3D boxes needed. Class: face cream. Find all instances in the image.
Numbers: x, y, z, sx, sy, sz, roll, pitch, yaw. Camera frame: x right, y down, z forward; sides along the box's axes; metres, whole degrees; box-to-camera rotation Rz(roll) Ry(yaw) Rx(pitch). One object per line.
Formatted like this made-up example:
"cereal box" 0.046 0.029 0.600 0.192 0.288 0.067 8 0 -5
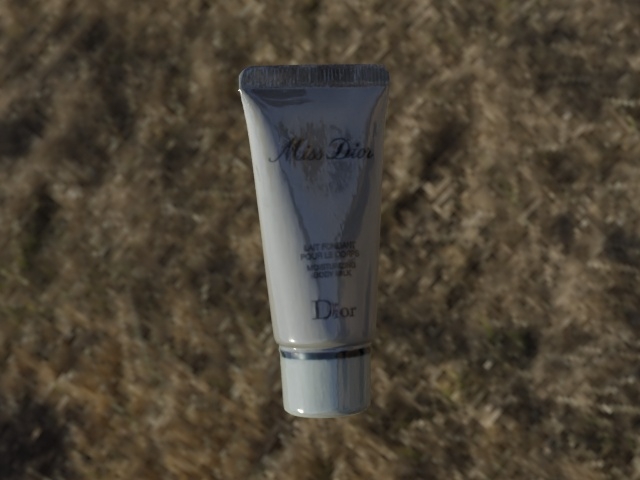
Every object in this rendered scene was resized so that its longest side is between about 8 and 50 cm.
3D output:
"face cream" 0.000 0.000 1.364 0.089 0.143 0.314 -174 80 -70
